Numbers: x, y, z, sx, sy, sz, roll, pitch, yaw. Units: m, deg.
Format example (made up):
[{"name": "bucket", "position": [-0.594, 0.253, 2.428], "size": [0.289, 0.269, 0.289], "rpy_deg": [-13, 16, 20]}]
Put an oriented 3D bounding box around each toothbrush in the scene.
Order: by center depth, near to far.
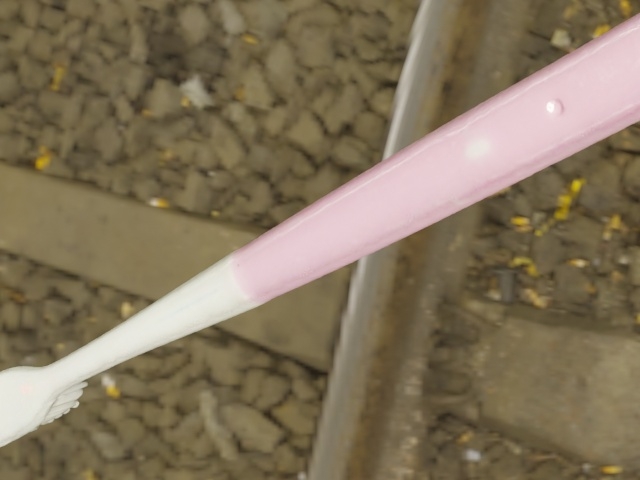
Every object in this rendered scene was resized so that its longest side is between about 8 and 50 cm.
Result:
[{"name": "toothbrush", "position": [0.000, 0.000, 0.392], "size": [0.286, 0.025, 0.020], "rpy_deg": [-28, 81, 37]}]
